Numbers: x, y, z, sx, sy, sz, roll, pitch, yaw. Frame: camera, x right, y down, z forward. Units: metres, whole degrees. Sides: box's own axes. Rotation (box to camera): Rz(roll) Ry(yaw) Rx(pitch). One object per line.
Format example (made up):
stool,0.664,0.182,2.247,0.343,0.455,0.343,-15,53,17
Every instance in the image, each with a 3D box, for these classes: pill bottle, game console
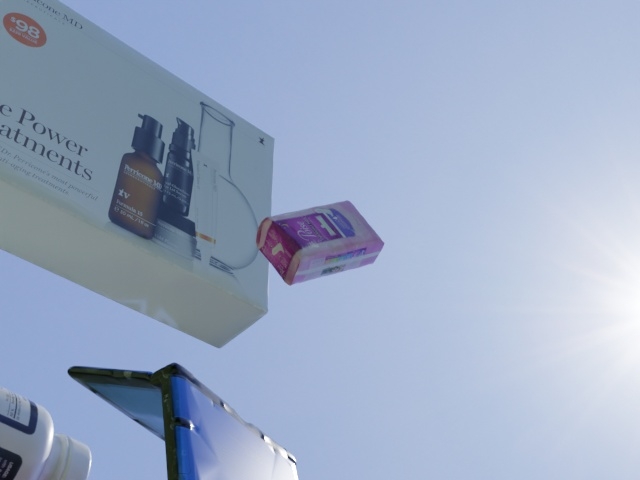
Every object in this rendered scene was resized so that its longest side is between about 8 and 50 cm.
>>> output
pill bottle,-0.262,0.152,0.606,0.094,0.169,0.094,-36,-146,29
game console,-0.162,0.286,1.008,0.173,0.293,0.250,-28,-136,12

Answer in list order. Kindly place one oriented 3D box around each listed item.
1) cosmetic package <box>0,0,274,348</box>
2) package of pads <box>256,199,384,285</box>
cosmetic package,-0.223,-0.086,0.876,0.097,0.377,0.284,-39,-144,32
package of pads,0.000,0.000,0.591,0.050,0.083,0.032,49,-45,32
